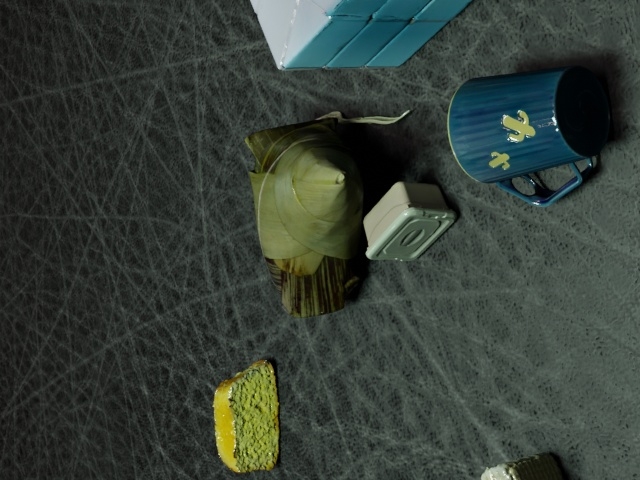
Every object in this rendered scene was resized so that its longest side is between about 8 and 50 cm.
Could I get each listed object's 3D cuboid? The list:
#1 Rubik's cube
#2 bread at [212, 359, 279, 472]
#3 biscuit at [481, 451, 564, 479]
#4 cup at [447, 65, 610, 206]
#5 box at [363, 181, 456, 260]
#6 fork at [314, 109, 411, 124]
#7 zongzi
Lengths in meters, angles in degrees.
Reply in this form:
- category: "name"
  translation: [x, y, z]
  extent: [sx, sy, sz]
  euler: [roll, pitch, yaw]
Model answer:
- category: "Rubik's cube"
  translation: [0.045, -0.370, 1.634]
  extent: [0.231, 0.225, 0.221]
  euler: [-39, 65, 48]
- category: "bread"
  translation: [-0.120, 0.290, 2.064]
  extent: [0.065, 0.103, 0.187]
  euler: [13, 111, 53]
- category: "biscuit"
  translation: [0.287, 0.381, 1.547]
  extent: [0.062, 0.108, 0.239]
  euler: [-37, 66, 42]
- category: "cup"
  translation: [0.260, -0.124, 1.497]
  extent: [0.155, 0.131, 0.176]
  euler: [-9, 118, 49]
- category: "box"
  translation: [0.117, -0.027, 1.718]
  extent: [0.122, 0.089, 0.062]
  euler: [-49, 47, 44]
- category: "fork"
  translation: [0.053, -0.177, 1.815]
  extent: [0.219, 0.034, 0.028]
  euler: [-2, 103, 53]
- category: "zongzi"
  translation: [0.000, 0.000, 1.743]
  extent: [0.317, 0.154, 0.289]
  euler: [-123, 23, -69]
